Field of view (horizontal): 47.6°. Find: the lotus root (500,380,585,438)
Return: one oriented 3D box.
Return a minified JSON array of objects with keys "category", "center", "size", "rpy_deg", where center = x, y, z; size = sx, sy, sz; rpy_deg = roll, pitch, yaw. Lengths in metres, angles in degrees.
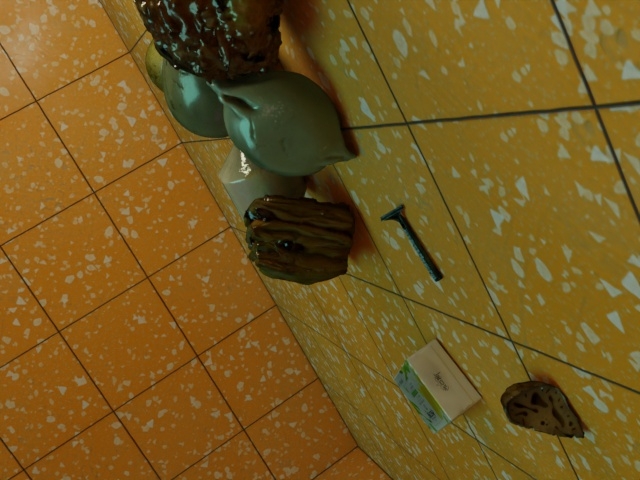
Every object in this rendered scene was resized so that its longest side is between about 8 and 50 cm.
[{"category":"lotus root","center":[0.432,0.327,1.446],"size":[0.159,0.095,0.135],"rpy_deg":[18,177,-10]}]

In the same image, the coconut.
[{"category":"coconut","center":[-0.172,-0.187,2.082],"size":[0.239,0.239,0.244],"rpy_deg":[36,154,56]}]

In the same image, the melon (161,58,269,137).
[{"category":"melon","center":[-0.258,-0.412,1.806],"size":[0.268,0.268,0.330],"rpy_deg":[50,145,28]}]

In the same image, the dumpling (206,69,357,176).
[{"category":"dumpling","center":[-0.104,-0.258,1.621],"size":[0.270,0.212,0.321],"rpy_deg":[-8,120,42]}]

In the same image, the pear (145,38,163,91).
[{"category":"pear","center":[-0.456,-0.561,2.297],"size":[0.211,0.188,0.228],"rpy_deg":[26,148,42]}]

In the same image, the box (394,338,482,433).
[{"category":"box","center":[0.309,0.398,1.956],"size":[0.194,0.111,0.260],"rpy_deg":[53,163,18]}]

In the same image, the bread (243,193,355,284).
[{"category":"bread","center":[-0.062,0.026,1.984],"size":[0.370,0.314,0.191],"rpy_deg":[113,161,-70]}]

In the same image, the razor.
[{"category":"razor","center":[0.213,0.009,1.607],"size":[0.066,0.033,0.190],"rpy_deg":[-33,94,35]}]

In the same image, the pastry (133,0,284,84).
[{"category":"pastry","center":[-0.217,-0.479,1.445],"size":[0.405,0.292,0.337],"rpy_deg":[-12,94,68]}]
